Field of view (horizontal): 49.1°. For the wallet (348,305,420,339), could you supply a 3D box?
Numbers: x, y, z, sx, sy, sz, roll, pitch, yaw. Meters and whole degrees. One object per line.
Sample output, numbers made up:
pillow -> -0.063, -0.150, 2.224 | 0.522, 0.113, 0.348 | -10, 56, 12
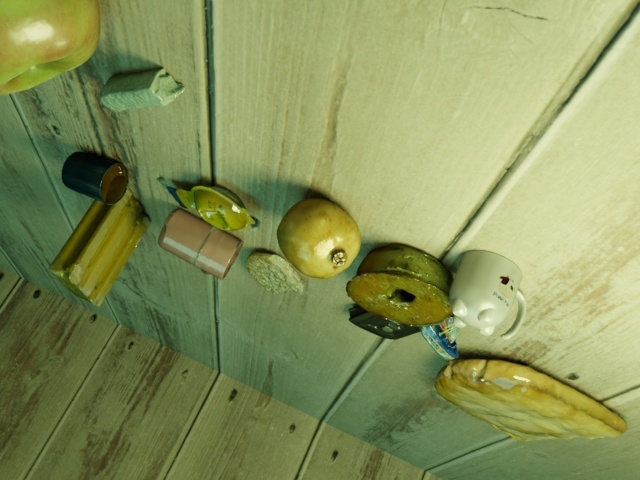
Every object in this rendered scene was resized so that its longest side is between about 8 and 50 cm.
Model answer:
wallet -> 0.196, 0.222, 1.947 | 0.169, 0.052, 0.245 | 31, 153, -19

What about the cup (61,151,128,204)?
cup -> -0.606, -0.157, 1.886 | 0.138, 0.113, 0.150 | 20, 131, 19

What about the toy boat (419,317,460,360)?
toy boat -> 0.324, 0.231, 1.819 | 0.110, 0.091, 0.175 | -34, 119, 24

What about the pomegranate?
pomegranate -> 0.000, 0.000, 1.543 | 0.196, 0.196, 0.196 | 22, 155, 11

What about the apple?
apple -> -0.538, -0.396, 1.152 | 0.319, 0.319, 0.277 | -16, 104, 56

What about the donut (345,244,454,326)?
donut -> 0.200, 0.102, 1.647 | 0.272, 0.107, 0.272 | 17, 154, 9

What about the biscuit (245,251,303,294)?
biscuit -> -0.130, 0.100, 2.029 | 0.188, 0.040, 0.265 | 24, 157, 6

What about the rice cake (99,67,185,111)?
rice cake -> -0.374, -0.306, 1.436 | 0.207, 0.069, 0.063 | 6, 149, 40

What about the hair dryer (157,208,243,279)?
hair dryer -> -0.351, 0.038, 2.052 | 0.210, 0.125, 0.352 | 28, 162, 0

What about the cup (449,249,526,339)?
cup -> 0.349, 0.127, 1.492 | 0.134, 0.142, 0.173 | 7, 150, 35

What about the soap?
soap -> -0.624, 0.009, 2.005 | 0.091, 0.315, 0.199 | 17, 155, 21

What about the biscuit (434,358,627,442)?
biscuit -> 0.542, 0.447, 1.981 | 0.446, 0.104, 0.429 | 28, 155, -11

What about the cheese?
cheese -> -0.281, -0.088, 1.772 | 0.270, 0.069, 0.177 | 14, 152, 32
